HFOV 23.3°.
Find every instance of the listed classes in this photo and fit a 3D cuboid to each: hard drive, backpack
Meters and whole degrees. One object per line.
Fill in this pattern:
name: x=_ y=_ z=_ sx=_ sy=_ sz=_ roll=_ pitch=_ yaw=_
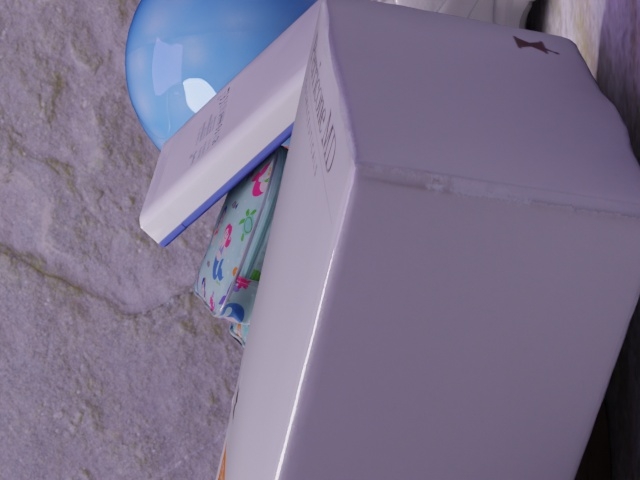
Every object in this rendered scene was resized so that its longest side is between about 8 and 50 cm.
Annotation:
hard drive: x=-0.036 y=-0.145 z=1.460 sx=0.040 sy=0.318 sz=0.210 roll=44 pitch=-161 yaw=-17
backpack: x=0.000 y=0.000 z=1.467 sx=0.254 sy=0.191 sz=0.225 roll=-61 pitch=16 yaw=2

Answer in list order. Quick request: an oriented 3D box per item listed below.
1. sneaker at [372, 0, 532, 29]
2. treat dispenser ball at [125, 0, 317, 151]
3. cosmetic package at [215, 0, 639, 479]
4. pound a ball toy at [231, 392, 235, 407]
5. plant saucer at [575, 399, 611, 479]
sneaker: x=0.083 y=-0.142 z=1.064 sx=0.111 sy=0.129 sz=0.297 roll=-103 pitch=12 yaw=-52
treat dispenser ball: x=-0.074 y=-0.196 z=1.736 sx=0.288 sy=0.288 sz=0.288 roll=178 pitch=90 yaw=-84
cosmetic package: x=0.037 y=0.115 z=0.912 sx=0.230 sy=0.161 sz=0.453 roll=-97 pitch=19 yaw=-61
pound a ball toy: x=-0.025 y=0.229 z=1.557 sx=0.208 sy=0.136 sz=0.319 roll=-47 pitch=19 yaw=1
plant saucer: x=0.141 y=0.141 z=1.028 sx=0.278 sy=0.041 sz=0.278 roll=178 pitch=90 yaw=-84
